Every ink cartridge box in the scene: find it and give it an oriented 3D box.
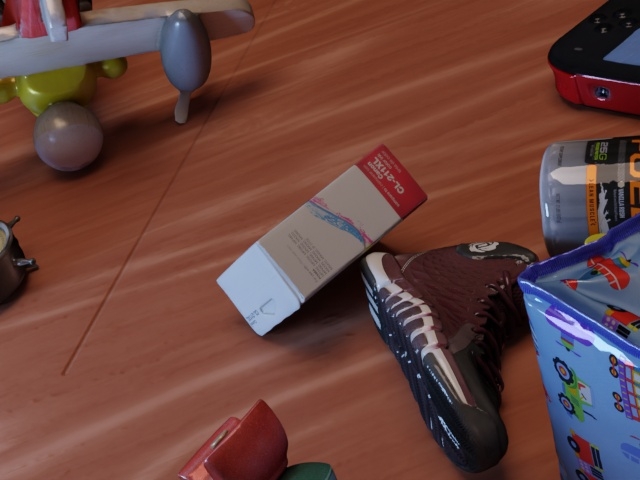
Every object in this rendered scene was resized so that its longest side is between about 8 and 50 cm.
[{"bbox_3d":[0.000,0.000,1.197,0.175,0.072,0.127,-39,-1,-29],"label":"ink cartridge box"}]

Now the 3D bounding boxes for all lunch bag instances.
[{"bbox_3d":[0.276,0.141,0.800,0.138,0.221,0.293,-27,35,-14],"label":"lunch bag"}]

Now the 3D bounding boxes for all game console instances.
[{"bbox_3d":[0.483,-0.230,1.382,0.386,0.060,0.342,17,47,39],"label":"game console"}]

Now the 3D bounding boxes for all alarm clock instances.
[{"bbox_3d":[-0.408,0.042,1.374,0.192,0.064,0.129,-21,34,-11],"label":"alarm clock"}]

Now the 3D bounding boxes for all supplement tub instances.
[{"bbox_3d":[0.302,-0.038,1.137,0.190,0.117,0.117,-3,36,20],"label":"supplement tub"}]

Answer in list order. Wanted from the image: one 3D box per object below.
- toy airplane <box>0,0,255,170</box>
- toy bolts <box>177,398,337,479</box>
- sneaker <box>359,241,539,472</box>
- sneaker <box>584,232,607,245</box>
[{"bbox_3d":[-0.322,-0.222,1.531,0.386,0.272,0.384,-12,0,31],"label":"toy airplane"},{"bbox_3d":[-0.072,0.253,0.917,0.228,0.158,0.218,-46,2,-21],"label":"toy bolts"},{"bbox_3d":[0.144,0.071,1.064,0.162,0.106,0.281,-17,33,-6],"label":"sneaker"},{"bbox_3d":[0.254,0.065,1.075,0.053,0.059,0.144,2,54,-5],"label":"sneaker"}]
